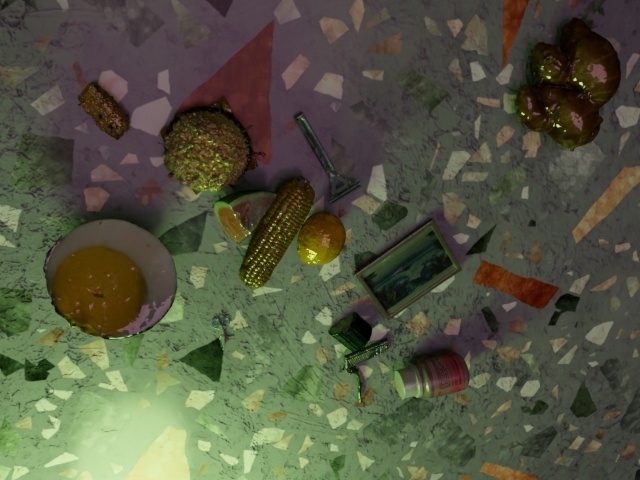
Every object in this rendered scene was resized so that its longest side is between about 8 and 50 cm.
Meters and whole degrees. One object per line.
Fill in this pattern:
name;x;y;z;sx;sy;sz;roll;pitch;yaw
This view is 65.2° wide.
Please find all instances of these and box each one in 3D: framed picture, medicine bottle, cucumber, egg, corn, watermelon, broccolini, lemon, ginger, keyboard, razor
framed picture;0.296;0.102;1.674;0.315;0.024;0.232;-36;115;1
medicine bottle;0.397;0.490;1.798;0.247;0.147;0.147;-11;114;-10
cucumber;0.107;0.313;1.696;0.116;0.062;0.115;-43;119;7
egg;-0.548;0.100;1.361;0.337;0.201;0.337;0;89;-9
corn;-0.131;-0.023;1.459;0.120;0.120;0.363;25;102;-22
watermelon;-0.205;-0.092;1.404;0.146;0.231;0.128;-43;96;-21
broccolini;0.132;0.506;1.794;0.052;0.054;0.194;-34;120;-20
lemon;0.000;0.000;1.491;0.142;0.142;0.187;19;118;-21
ginger;0.733;-0.464;1.486;0.274;0.152;0.358;17;107;1
keyboard;0.161;0.394;1.745;0.176;0.014;0.055;-17;119;-23
razor;0.007;-0.243;1.447;0.111;0.056;0.278;-32;109;1

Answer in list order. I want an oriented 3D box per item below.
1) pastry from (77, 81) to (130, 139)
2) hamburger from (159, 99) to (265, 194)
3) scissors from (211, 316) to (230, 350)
pastry;-0.543;-0.326;1.264;0.080;0.056;0.140;-37;119;16
hamburger;-0.288;-0.235;1.321;0.261;0.139;0.243;-29;116;0
scissors;-0.316;0.299;1.606;0.058;0.014;0.119;-7;110;-11
